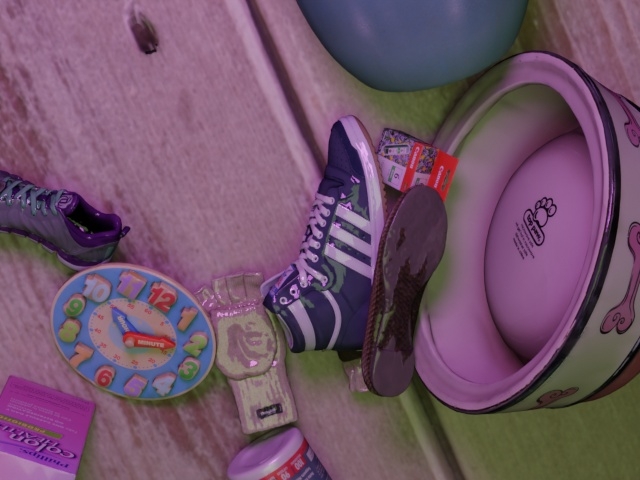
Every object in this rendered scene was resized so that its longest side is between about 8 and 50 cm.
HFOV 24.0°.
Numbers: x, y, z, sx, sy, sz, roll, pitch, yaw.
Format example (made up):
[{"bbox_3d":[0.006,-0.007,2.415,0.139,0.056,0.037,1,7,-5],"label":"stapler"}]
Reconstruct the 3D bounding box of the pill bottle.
[{"bbox_3d":[-0.027,0.332,1.875,0.108,0.108,0.180,-32,103,4],"label":"pill bottle"}]

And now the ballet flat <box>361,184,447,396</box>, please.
[{"bbox_3d":[0.089,0.057,1.739,0.084,0.058,0.249,7,96,-24],"label":"ballet flat"}]

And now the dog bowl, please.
[{"bbox_3d":[0.253,0.003,1.685,0.150,0.408,0.408,13,102,-25],"label":"dog bowl"}]

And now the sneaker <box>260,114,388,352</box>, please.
[{"bbox_3d":[0.000,0.000,1.777,0.153,0.099,0.282,-9,99,-9],"label":"sneaker"}]

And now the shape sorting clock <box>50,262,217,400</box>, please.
[{"bbox_3d":[-0.226,0.114,1.814,0.206,0.040,0.206,4,122,7],"label":"shape sorting clock"}]

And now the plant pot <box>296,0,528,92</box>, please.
[{"bbox_3d":[0.101,-0.305,1.654,0.293,0.293,0.235,-19,117,1],"label":"plant pot"}]

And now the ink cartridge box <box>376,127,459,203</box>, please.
[{"bbox_3d":[0.110,-0.087,1.784,0.029,0.115,0.062,9,104,-39],"label":"ink cartridge box"}]

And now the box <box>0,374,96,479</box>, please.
[{"bbox_3d":[-0.363,0.308,1.779,0.117,0.243,0.213,20,102,-8],"label":"box"}]

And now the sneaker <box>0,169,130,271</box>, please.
[{"bbox_3d":[-0.332,-0.047,1.765,0.224,0.083,0.098,26,142,-16],"label":"sneaker"}]

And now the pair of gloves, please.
[{"bbox_3d":[-0.018,0.109,1.855,0.240,0.042,0.204,-22,97,-5],"label":"pair of gloves"}]
